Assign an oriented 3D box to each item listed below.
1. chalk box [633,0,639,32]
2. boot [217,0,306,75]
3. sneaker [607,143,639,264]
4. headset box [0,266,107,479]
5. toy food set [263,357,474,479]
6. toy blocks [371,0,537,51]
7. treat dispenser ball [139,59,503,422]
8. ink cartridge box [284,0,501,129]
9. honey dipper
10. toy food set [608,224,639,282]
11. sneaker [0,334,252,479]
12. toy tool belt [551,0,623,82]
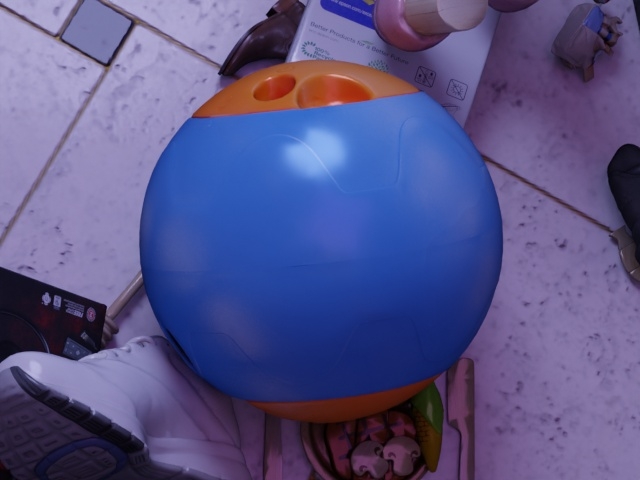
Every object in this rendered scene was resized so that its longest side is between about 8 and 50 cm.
[{"bbox_3d":[0.384,-0.281,1.582,0.179,0.180,0.288,-9,81,-11],"label":"chalk box"},{"bbox_3d":[-0.019,-0.150,1.560,0.114,0.037,0.106,44,77,-3],"label":"boot"},{"bbox_3d":[0.389,-0.073,1.579,0.286,0.109,0.130,-16,63,-20],"label":"sneaker"},{"bbox_3d":[-0.290,0.166,1.346,0.110,0.218,0.293,-1,74,33],"label":"headset box"},{"bbox_3d":[0.044,0.154,1.501,0.192,0.038,0.132,0,78,-10],"label":"toy food set"},{"bbox_3d":[0.148,-0.326,1.457,0.309,0.260,0.288,-21,99,-13],"label":"toy blocks"},{"bbox_3d":[0.000,0.000,1.397,0.288,0.288,0.288,2,78,-9],"label":"treat dispenser ball"},{"bbox_3d":[0.087,-0.246,1.568,0.165,0.065,0.332,22,67,-4],"label":"ink cartridge box"},{"bbox_3d":[-0.154,0.035,1.499,0.030,0.030,0.160,40,72,0],"label":"honey dipper"},{"bbox_3d":[0.318,0.034,1.586,0.078,0.019,0.122,-22,75,-14],"label":"toy food set"},{"bbox_3d":[-0.160,0.132,1.379,0.111,0.297,0.129,-18,64,22],"label":"sneaker"},{"bbox_3d":[0.251,-0.191,1.611,0.051,0.052,0.083,40,76,-32],"label":"toy tool belt"}]
